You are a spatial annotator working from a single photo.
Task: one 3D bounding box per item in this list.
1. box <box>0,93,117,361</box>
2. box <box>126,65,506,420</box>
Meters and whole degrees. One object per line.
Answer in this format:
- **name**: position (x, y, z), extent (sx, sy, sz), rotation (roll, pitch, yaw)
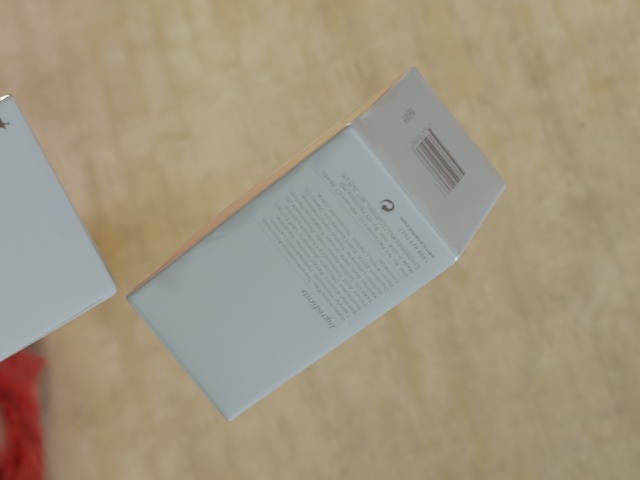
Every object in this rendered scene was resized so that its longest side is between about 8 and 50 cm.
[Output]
- **box**: position (-0.166, 0.005, 0.746), extent (0.087, 0.102, 0.101), rotation (-8, -68, 58)
- **box**: position (0.000, 0.000, 0.936), extent (0.091, 0.170, 0.130), rotation (51, 25, -5)
